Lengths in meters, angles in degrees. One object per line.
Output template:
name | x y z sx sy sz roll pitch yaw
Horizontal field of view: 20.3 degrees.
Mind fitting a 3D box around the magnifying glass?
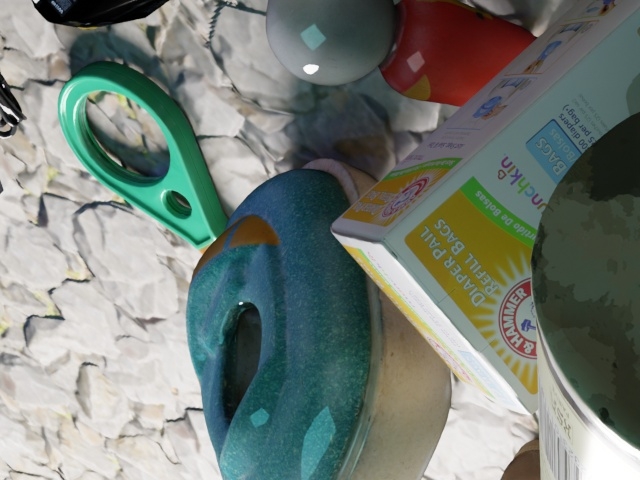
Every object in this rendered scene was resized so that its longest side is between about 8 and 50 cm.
magnifying glass | -0.084 -0.020 1.164 0.092 0.026 0.231 -27 106 46

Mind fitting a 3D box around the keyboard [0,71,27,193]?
keyboard | -0.256 -0.152 1.127 0.201 0.033 0.317 32 147 38

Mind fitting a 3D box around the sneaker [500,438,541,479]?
sneaker | 0.195 0.196 1.114 0.188 0.071 0.066 25 137 16

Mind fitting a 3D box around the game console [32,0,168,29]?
game console | -0.186 -0.284 0.989 0.361 0.044 0.213 48 137 -10

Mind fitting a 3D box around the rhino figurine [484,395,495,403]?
rhino figurine | 0.187 0.101 1.016 0.243 0.106 0.073 43 172 -6

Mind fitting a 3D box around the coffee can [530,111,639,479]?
coffee can | 0.190 0.098 0.742 0.201 0.201 0.275 19 145 22

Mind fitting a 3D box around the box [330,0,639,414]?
box | 0.122 -0.028 0.853 0.114 0.203 0.103 50 172 -11

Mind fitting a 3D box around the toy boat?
toy boat | 0.000 0.000 0.984 0.148 0.267 0.318 13 117 -19
